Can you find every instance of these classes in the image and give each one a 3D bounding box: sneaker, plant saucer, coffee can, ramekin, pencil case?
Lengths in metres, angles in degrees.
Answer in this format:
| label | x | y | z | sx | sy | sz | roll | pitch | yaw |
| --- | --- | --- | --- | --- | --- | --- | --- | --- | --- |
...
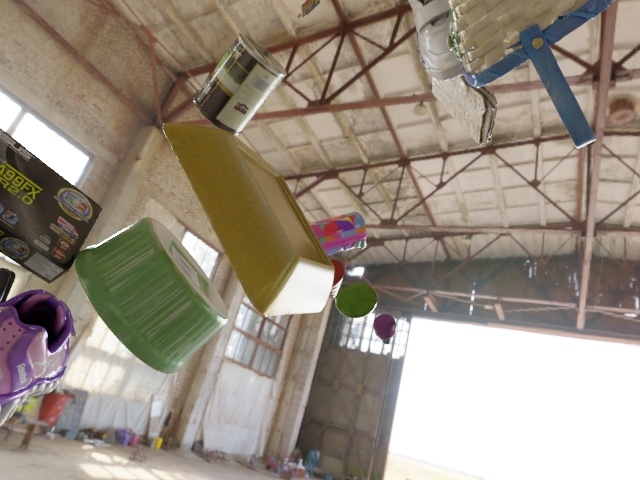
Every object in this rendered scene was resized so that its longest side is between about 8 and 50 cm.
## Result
| label | x | y | z | sx | sy | sz | roll | pitch | yaw |
| --- | --- | --- | --- | --- | --- | --- | --- | --- | --- |
| sneaker | 0.223 | -0.510 | 0.914 | 0.137 | 0.366 | 0.210 | -20 | -34 | 32 |
| sneaker | -0.291 | 0.098 | 0.447 | 0.095 | 0.105 | 0.236 | 37 | -10 | -13 |
| plant saucer | -0.089 | -0.037 | 0.773 | 0.080 | 0.333 | 0.333 | -33 | -14 | 9 |
| coffee can | -0.279 | -0.536 | 1.544 | 0.201 | 0.202 | 0.275 | 31 | -65 | -32 |
| ramekin | -0.321 | 0.099 | 0.898 | 0.303 | 0.148 | 0.303 | 52 | -7 | 8 |
| pencil case | 0.000 | 0.000 | 1.060 | 0.236 | 0.105 | 0.104 | -17 | -11 | -24 |

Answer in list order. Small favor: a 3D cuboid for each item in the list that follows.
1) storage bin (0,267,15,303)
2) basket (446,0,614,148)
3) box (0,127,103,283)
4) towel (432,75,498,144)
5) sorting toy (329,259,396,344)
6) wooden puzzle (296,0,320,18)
| label | x | y | z | sx | sy | sz | roll | pitch | yaw |
| --- | --- | --- | --- | --- | --- | --- | --- | --- | --- |
| storage bin | -0.608 | 0.069 | 0.735 | 0.135 | 0.098 | 0.091 | -2 | -35 | 1 |
| basket | 0.303 | -0.288 | 0.633 | 0.201 | 0.255 | 0.289 | -32 | -78 | 32 |
| box | -0.578 | -0.076 | 0.854 | 0.060 | 0.216 | 0.270 | -31 | -57 | 17 |
| towel | 0.409 | -0.421 | 1.299 | 0.049 | 0.282 | 0.187 | -29 | -29 | -2 |
| sorting toy | 0.103 | 0.205 | 1.393 | 0.365 | 0.127 | 0.126 | 39 | -26 | 41 |
| wooden puzzle | -0.021 | -0.513 | 0.964 | 0.083 | 0.050 | 0.006 | -30 | -43 | 31 |
